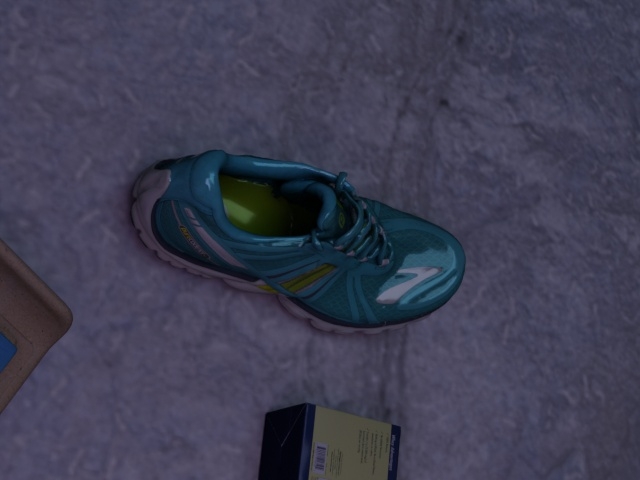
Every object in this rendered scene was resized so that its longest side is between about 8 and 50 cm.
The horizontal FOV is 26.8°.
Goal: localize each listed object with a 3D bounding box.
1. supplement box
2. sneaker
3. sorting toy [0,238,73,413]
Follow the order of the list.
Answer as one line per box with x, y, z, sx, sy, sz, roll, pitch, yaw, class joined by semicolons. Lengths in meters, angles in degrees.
0.006;0.167;0.956;0.083;0.056;0.083;18;67;-29;supplement box
0.000;0.000;0.967;0.275;0.110;0.107;14;69;-32;sneaker
-0.287;0.040;0.705;0.229;0.041;0.307;-53;129;-20;sorting toy
